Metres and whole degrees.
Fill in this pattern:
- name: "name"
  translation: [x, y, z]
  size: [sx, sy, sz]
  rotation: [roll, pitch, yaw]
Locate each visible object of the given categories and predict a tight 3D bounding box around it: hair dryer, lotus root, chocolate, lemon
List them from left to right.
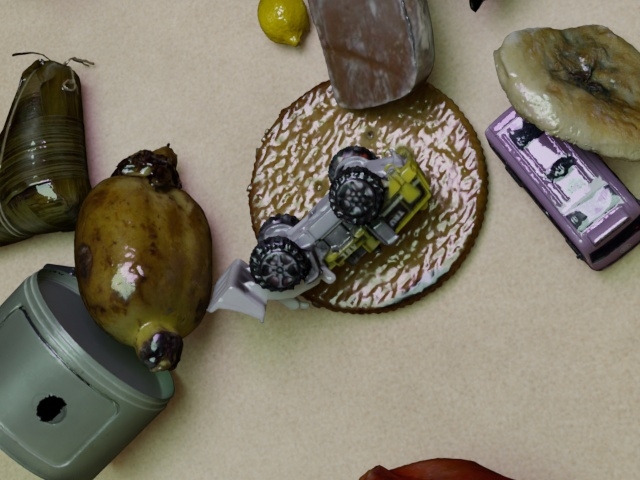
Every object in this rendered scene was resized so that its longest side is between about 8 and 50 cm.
- name: "hair dryer"
  translation: [-0.344, 0.074, 1.537]
  size: [0.047, 0.026, 0.083]
  rotation: [7, 86, 21]
- name: "lotus root"
  translation: [-0.213, 0.026, 1.409]
  size: [0.141, 0.169, 0.314]
  rotation: [-43, 41, 38]
- name: "lemon"
  translation: [-0.047, -0.281, 1.477]
  size: [0.065, 0.065, 0.092]
  rotation: [-25, 70, 13]
- name: "chocolate"
  translation: [0.064, -0.287, 1.355]
  size: [0.157, 0.080, 0.254]
  rotation: [-8, 100, 51]

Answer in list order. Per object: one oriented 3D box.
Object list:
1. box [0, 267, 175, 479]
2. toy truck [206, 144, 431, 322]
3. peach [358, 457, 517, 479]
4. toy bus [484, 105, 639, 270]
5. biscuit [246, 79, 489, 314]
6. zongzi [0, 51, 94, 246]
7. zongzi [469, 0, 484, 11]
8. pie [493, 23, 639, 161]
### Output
- name: "box"
  translation: [-0.304, 0.160, 1.398]
  size: [0.149, 0.226, 0.226]
  rotation: [-45, 69, 7]
- name: "toy truck"
  translation: [0.000, 0.000, 1.334]
  size: [0.286, 0.136, 0.111]
  rotation: [-40, 102, 12]
- name: "peach"
  translation: [0.118, 0.397, 1.172]
  size: [0.373, 0.290, 0.372]
  rotation: [-1, 88, 16]
- name: "toy bus"
  translation: [0.275, -0.068, 1.300]
  size: [0.096, 0.108, 0.199]
  rotation: [-39, 70, 9]
- name: "biscuit"
  translation: [0.054, -0.060, 1.415]
  size: [0.305, 0.038, 0.305]
  rotation: [-3, 79, 17]
- name: "zongzi"
  translation: [-0.414, -0.112, 1.557]
  size: [0.241, 0.111, 0.247]
  rotation: [-16, 70, 23]
- name: "zongzi"
  translation: [0.169, -0.519, 1.297]
  size: [0.362, 0.319, 0.383]
  rotation: [41, 101, -6]
- name: "pie"
  translation: [0.296, -0.157, 1.278]
  size: [0.185, 0.218, 0.052]
  rotation: [61, 139, 20]
